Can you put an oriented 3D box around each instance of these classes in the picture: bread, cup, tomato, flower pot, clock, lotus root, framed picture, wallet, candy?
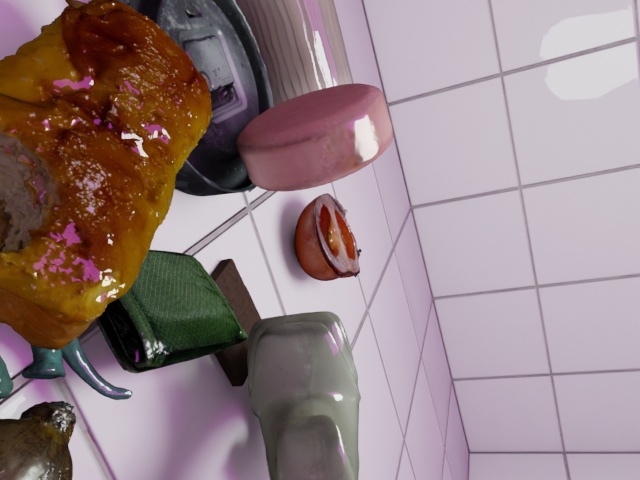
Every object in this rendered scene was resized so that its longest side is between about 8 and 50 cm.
[{"bbox_3d":[-0.210,-0.096,0.450,0.185,0.109,0.380,46,29,-30],"label":"bread"},{"bbox_3d":[-0.076,-0.411,1.050,0.208,0.288,0.273,-33,118,-28],"label":"cup"},{"bbox_3d":[0.000,0.000,1.127,0.228,0.112,0.199,21,54,-64],"label":"tomato"},{"bbox_3d":[-0.020,0.246,0.745,0.367,0.164,0.254,90,-7,-61],"label":"flower pot"},{"bbox_3d":[-0.195,-0.257,0.800,0.386,0.076,0.386,-10,90,-68],"label":"clock"},{"bbox_3d":[-0.263,0.209,0.384,0.120,0.120,0.209,70,28,-25],"label":"lotus root"},{"bbox_3d":[-0.146,0.134,0.825,0.128,0.023,0.168,-65,140,-54],"label":"framed picture"},{"bbox_3d":[-0.192,0.080,0.635,0.160,0.055,0.236,57,11,14],"label":"wallet"},{"bbox_3d":[-0.014,-0.166,0.793,0.255,0.255,0.094,-66,142,-54],"label":"candy"}]

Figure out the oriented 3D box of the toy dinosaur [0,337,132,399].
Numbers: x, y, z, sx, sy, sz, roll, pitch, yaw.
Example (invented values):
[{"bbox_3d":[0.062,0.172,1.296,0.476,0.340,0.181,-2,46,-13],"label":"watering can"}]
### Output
[{"bbox_3d":[-0.305,-0.040,0.430,0.383,0.129,0.331,40,36,-60],"label":"toy dinosaur"}]
